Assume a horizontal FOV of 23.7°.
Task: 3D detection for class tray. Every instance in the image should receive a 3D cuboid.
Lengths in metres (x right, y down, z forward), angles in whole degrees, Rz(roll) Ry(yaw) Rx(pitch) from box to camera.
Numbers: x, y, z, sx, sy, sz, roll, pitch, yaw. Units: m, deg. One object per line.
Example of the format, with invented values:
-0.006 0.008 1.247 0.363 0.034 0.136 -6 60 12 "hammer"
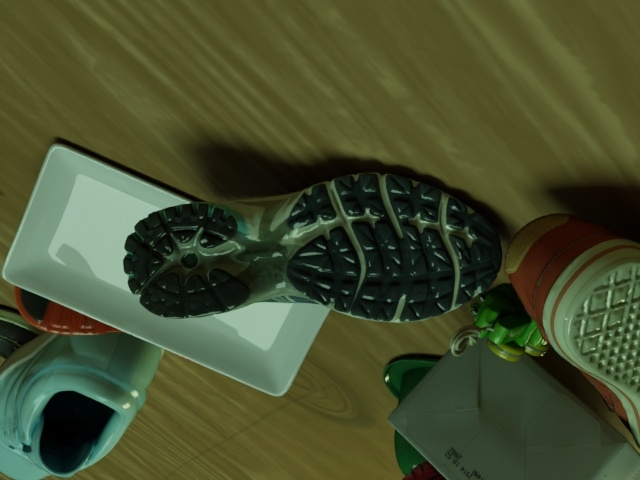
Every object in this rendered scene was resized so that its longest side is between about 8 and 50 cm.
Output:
-0.125 0.024 1.305 0.270 0.030 0.145 24 116 -6 "tray"

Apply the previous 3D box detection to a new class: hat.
0.106 0.223 1.409 0.208 0.183 0.173 32 154 -23 "hat"

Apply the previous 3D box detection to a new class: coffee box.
0.201 0.205 1.265 0.168 0.119 0.297 42 178 37 "coffee box"

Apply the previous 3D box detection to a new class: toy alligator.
0.137 0.054 1.134 0.051 0.056 0.190 42 -154 30 "toy alligator"

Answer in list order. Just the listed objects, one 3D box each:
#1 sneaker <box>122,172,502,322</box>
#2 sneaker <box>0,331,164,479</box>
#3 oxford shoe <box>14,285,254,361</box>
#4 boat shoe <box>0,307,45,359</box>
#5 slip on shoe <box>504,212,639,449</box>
0.000 0.000 1.163 0.283 0.110 0.122 1 -174 14 "sneaker"
-0.284 0.189 1.590 0.135 0.150 0.366 28 138 -11 "sneaker"
-0.136 0.050 1.398 0.271 0.096 0.098 11 -172 7 "oxford shoe"
-0.310 0.141 1.712 0.224 0.073 0.080 22 156 -3 "boat shoe"
0.237 0.076 1.113 0.331 0.123 0.101 39 -175 -46 "slip on shoe"
